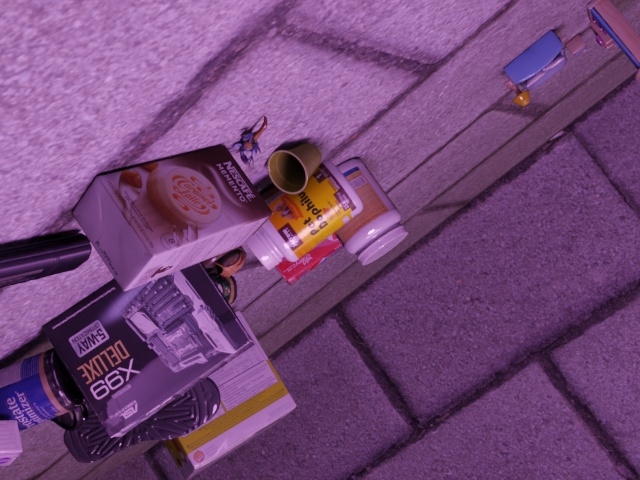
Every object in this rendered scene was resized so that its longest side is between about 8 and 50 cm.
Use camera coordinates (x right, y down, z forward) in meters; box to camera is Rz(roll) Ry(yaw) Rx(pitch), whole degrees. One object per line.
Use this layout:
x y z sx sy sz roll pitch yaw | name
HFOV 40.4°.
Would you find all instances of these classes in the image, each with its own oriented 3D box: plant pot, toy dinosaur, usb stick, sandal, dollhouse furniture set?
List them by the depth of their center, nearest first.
-0.425 0.036 1.181 0.077 0.045 0.278 -33 172 30 | usb stick
-0.108 -0.147 1.371 0.090 0.047 0.082 -45 -172 -4 | toy dinosaur
-0.039 -0.137 1.549 0.083 0.083 0.079 -45 178 44 | plant pot
-0.201 0.051 1.890 0.090 0.060 0.219 -35 170 2 | sandal
0.614 -0.393 2.081 0.303 0.198 0.286 -38 169 16 | dollhouse furniture set

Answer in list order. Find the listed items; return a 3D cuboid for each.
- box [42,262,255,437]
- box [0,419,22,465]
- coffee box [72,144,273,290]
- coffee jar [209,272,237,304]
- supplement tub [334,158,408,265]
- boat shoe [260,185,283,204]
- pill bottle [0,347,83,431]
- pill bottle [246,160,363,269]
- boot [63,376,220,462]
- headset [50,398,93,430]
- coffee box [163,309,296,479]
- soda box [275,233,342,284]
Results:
-0.314 0.176 1.603 0.307 0.242 0.076 -33 169 -4 | box
-0.662 0.342 1.439 0.324 0.067 0.063 9 138 -45 | box
-0.208 -0.039 1.260 0.246 0.141 0.098 -24 165 -50 | coffee box
-0.255 0.111 1.900 0.096 0.079 0.184 -3 179 18 | coffee jar
0.085 -0.061 1.898 0.144 0.200 0.144 -33 169 -7 | supplement tub
-0.081 -0.034 1.804 0.104 0.089 0.285 -34 169 -7 | boat shoe
-0.564 0.292 1.614 0.219 0.123 0.123 -23 170 4 | pill bottle
-0.036 -0.042 1.604 0.215 0.117 0.117 -38 169 -1 | pill bottle
-0.379 0.389 2.119 0.366 0.146 0.445 -18 176 5 | boot
-0.503 0.275 1.861 0.243 0.185 0.394 -36 -175 -16 | headset
-0.322 0.457 2.556 0.338 0.334 0.338 -28 169 -22 | coffee box
0.000 0.000 2.197 0.263 0.092 0.083 -35 170 -1 | soda box
